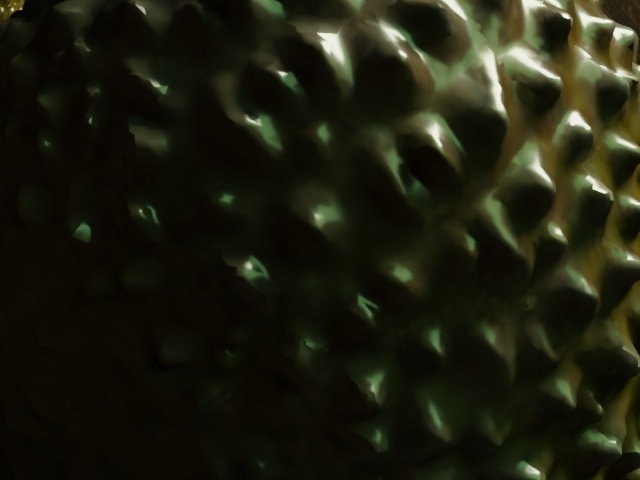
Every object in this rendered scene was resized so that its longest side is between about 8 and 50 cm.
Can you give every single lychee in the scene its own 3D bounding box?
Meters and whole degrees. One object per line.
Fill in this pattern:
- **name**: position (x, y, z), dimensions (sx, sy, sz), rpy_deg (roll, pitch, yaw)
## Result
- **lychee**: position (0.000, 0.000, 0.582), dimensions (0.432, 0.380, 0.380), rpy_deg (47, 15, -10)

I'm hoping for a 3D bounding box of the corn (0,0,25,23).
- **corn**: position (-0.239, -0.146, 0.787), dimensions (0.101, 0.101, 0.291), rpy_deg (53, 18, 11)
